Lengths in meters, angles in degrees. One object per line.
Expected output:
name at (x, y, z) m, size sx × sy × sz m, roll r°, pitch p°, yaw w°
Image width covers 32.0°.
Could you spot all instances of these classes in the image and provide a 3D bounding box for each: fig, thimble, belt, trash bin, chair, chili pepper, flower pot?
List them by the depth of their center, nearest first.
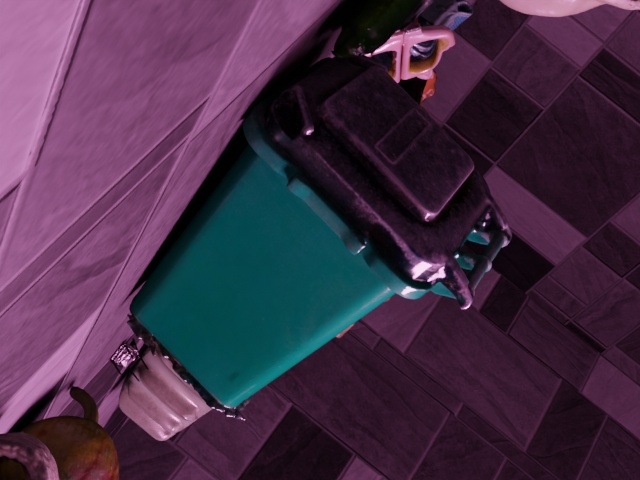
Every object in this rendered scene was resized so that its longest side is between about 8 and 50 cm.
thimble at (-0.303, 0.239, 1.056) m, size 0.115 × 0.102 × 0.090 m, roll -42°, pitch 180°, yaw -10°
chili pepper at (0.060, -0.243, 1.225) m, size 0.108 × 0.062 × 0.216 m, roll -52°, pitch 177°, yaw 37°
trash bin at (-0.010, 0.013, 1.269) m, size 0.381 × 0.295 × 0.259 m, roll -44°, pitch -179°, yaw 35°
fig at (-0.294, 0.244, 1.316) m, size 0.149 × 0.149 × 0.245 m, roll -52°, pitch -168°, yaw 25°
chair at (-0.280, 0.166, 1.607) m, size 0.037 × 0.042 × 0.086 m, roll -50°, pitch -145°, yaw 2°
belt at (0.164, -0.337, 1.774) m, size 0.072 × 0.087 × 0.302 m, roll -53°, pitch 178°, yaw 35°
flower pot at (-0.202, 0.184, 2.025) m, size 0.254 × 0.164 × 0.367 m, roll -44°, pitch -176°, yaw 45°

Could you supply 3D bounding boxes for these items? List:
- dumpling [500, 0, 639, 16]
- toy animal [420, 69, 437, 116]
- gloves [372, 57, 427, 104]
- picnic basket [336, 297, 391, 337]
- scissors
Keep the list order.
dumpling at (0.403, -0.457, 1.740) m, size 0.233 × 0.316 × 0.395 m, roll -59°, pitch -177°, yaw 38°
toy animal at (0.115, -0.184, 2.156) m, size 0.338 × 0.191 × 0.216 m, roll -51°, pitch 180°, yaw 5°
gloves at (0.124, -0.296, 1.906) m, size 0.129 × 0.106 × 0.180 m, roll 130°, pitch -29°, yaw -62°
picnic basket at (0.000, 0.000, 1.641) m, size 0.139 × 0.267 × 0.165 m, roll -46°, pitch -177°, yaw 15°
scissors at (0.112, -0.285, 1.521) m, size 0.160 × 0.024 × 0.317 m, roll -15°, pitch 162°, yaw -2°
